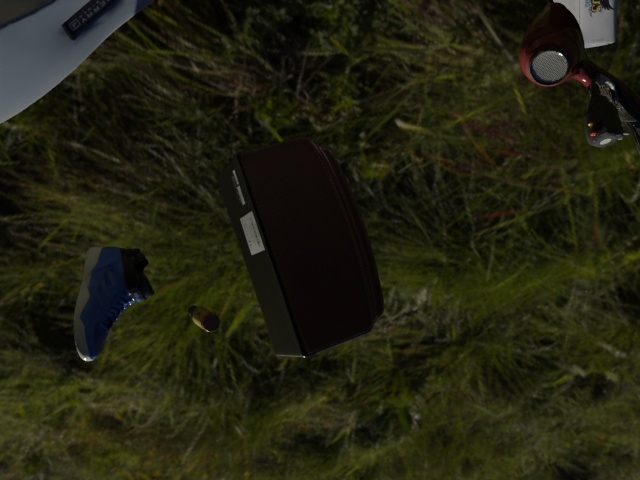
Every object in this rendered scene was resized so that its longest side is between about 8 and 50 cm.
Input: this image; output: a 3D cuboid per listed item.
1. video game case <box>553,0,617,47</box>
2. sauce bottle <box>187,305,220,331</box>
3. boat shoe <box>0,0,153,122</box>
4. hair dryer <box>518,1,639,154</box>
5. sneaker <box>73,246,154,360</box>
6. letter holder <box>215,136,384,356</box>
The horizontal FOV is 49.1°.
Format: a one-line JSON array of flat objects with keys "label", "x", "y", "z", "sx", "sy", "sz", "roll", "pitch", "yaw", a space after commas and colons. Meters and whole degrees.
[{"label": "video game case", "x": 0.384, "y": -0.462, "z": 1.052, "sx": 0.061, "sy": 0.244, "sz": 0.269, "roll": -10, "pitch": -139, "yaw": 11}, {"label": "sauce bottle", "x": -0.254, "y": 0.164, "z": 1.503, "sx": 0.042, "sy": 0.042, "sz": 0.128, "roll": -33, "pitch": -158, "yaw": -23}, {"label": "boat shoe", "x": -0.293, "y": -0.246, "z": 0.656, "sx": 0.367, "sy": 0.156, "sz": 0.136, "roll": -42, "pitch": 167, "yaw": -8}, {"label": "hair dryer", "x": 0.352, "y": -0.210, "z": 0.935, "sx": 0.224, "sy": 0.293, "sz": 0.080, "roll": 10, "pitch": 143, "yaw": -42}, {"label": "sneaker", "x": -0.256, "y": 0.076, "z": 0.882, "sx": 0.085, "sy": 0.152, "sz": 0.058, "roll": -1, "pitch": 149, "yaw": 0}, {"label": "letter holder", "x": 0.000, "y": 0.000, "z": 1.076, "sx": 0.214, "sy": 0.301, "sz": 0.152, "roll": -18, "pitch": 178, "yaw": -21}]
